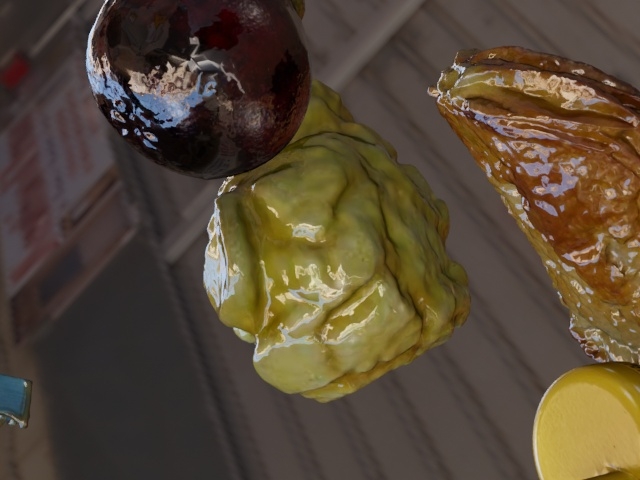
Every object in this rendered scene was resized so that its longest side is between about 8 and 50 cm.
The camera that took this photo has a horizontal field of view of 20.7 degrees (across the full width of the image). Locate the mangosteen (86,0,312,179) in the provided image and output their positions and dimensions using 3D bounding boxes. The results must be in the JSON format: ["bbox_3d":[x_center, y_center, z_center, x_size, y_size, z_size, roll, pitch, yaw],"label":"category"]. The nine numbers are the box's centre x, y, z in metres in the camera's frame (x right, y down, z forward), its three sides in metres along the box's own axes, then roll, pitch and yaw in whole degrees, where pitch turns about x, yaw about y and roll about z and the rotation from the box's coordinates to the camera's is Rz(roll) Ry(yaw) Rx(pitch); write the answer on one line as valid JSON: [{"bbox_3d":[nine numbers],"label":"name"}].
[{"bbox_3d":[-0.070,-0.116,1.108,0.152,0.152,0.152,42,-172,-7],"label":"mangosteen"}]

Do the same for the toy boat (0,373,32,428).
[{"bbox_3d":[-0.352,0.182,1.842,0.075,0.077,0.185,15,168,-20],"label":"toy boat"}]

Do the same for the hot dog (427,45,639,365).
[{"bbox_3d":[0.177,-0.032,1.116,0.259,0.114,0.175,58,172,-27],"label":"hot dog"}]

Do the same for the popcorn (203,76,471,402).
[{"bbox_3d":[0.013,-0.001,1.852,0.294,0.292,0.334,-6,-148,-14],"label":"popcorn"}]

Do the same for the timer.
[{"bbox_3d":[0.168,0.126,1.042,0.109,0.107,0.107,-5,-139,-39],"label":"timer"}]
